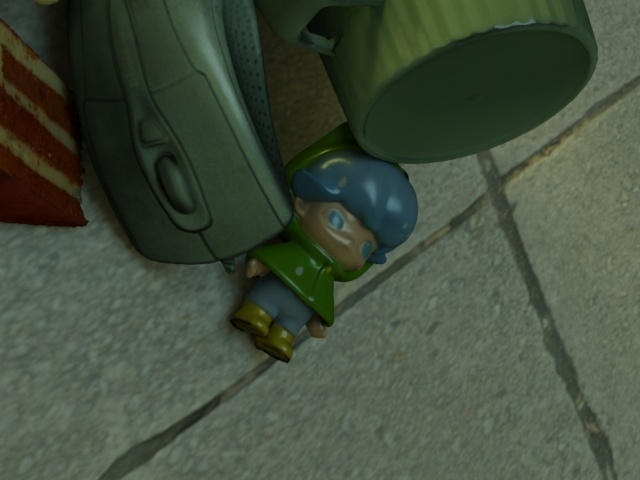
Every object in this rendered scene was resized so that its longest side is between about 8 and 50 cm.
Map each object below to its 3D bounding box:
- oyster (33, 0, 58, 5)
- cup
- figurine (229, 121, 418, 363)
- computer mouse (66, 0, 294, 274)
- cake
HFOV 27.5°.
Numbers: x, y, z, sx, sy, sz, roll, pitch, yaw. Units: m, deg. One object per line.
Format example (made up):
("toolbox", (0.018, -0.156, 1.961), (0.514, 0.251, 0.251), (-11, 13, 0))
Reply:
("oyster", (-0.282, -0.371, 1.224), (0.275, 0.100, 0.271), (43, 51, -6))
("cup", (0.063, -0.303, 1.377), (0.401, 0.310, 0.392), (-13, 67, -10))
("figurine", (0.000, 0.000, 1.412), (0.162, 0.143, 0.263), (42, 71, -26))
("computer mouse", (-0.145, -0.137, 1.242), (0.122, 0.188, 0.371), (-34, 110, -66))
("cake", (-0.270, -0.110, 1.136), (0.262, 0.160, 0.158), (8, 72, -46))
